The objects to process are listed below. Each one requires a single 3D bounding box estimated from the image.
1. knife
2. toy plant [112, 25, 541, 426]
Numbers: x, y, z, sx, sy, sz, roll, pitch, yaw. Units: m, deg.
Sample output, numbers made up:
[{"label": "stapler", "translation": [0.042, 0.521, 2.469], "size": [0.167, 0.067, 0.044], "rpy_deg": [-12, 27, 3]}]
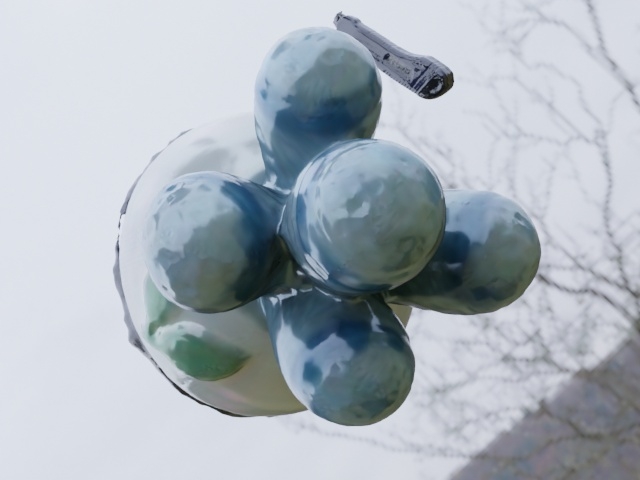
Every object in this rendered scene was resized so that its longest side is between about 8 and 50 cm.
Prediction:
[{"label": "knife", "translation": [0.055, -0.149, 1.109], "size": [0.018, 0.121, 0.031], "rpy_deg": [-21, -37, -55]}, {"label": "toy plant", "translation": [0.000, 0.000, 0.893], "size": [0.247, 0.247, 0.332], "rpy_deg": [-38, 5, -17]}]
